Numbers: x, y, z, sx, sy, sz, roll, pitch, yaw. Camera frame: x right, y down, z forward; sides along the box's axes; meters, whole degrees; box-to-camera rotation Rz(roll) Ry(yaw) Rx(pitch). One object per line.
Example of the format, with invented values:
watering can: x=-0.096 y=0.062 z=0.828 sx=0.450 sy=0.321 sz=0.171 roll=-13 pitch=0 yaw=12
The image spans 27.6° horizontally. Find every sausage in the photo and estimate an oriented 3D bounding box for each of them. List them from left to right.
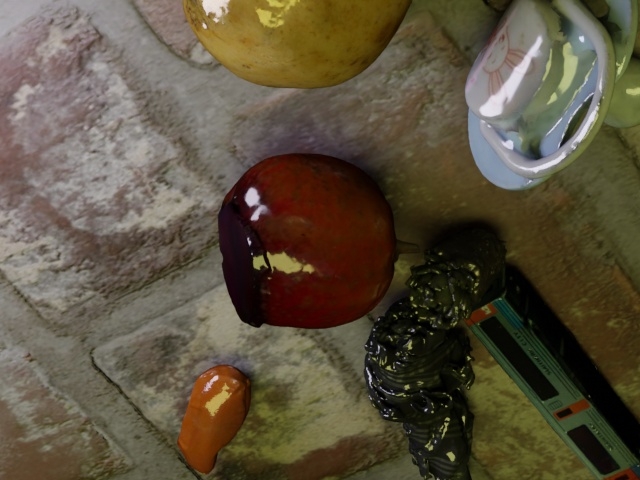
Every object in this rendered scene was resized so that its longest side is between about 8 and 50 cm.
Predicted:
sausage: x=-0.152 y=0.245 z=1.814 sx=0.089 sy=0.089 sz=0.179 roll=21 pitch=117 yaw=-5

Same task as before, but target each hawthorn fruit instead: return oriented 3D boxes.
hawthorn fruit: x=0.000 y=0.000 z=1.570 sx=0.250 sy=0.215 sz=0.215 roll=5 pitch=123 yaw=-4

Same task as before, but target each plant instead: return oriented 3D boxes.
plant: x=0.165 y=0.043 z=1.601 sx=0.092 sy=0.143 sz=0.094 roll=34 pitch=146 yaw=21

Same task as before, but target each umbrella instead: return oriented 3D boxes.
umbrella: x=0.141 y=0.235 z=1.729 sx=0.128 sy=0.154 sz=0.336 roll=23 pitch=133 yaw=43

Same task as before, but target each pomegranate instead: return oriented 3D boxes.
pomegranate: x=-0.021 y=-0.283 z=1.374 sx=0.260 sy=0.260 sz=0.260 roll=4 pitch=122 yaw=6

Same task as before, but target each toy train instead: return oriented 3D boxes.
toy train: x=0.325 y=0.204 z=1.718 sx=0.089 sy=0.086 sz=0.409 roll=-30 pitch=114 yaw=24

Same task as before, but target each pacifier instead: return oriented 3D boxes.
pacifier: x=0.289 y=-0.174 z=1.438 sx=0.226 sy=0.238 sz=0.287 roll=7 pitch=125 yaw=-31
